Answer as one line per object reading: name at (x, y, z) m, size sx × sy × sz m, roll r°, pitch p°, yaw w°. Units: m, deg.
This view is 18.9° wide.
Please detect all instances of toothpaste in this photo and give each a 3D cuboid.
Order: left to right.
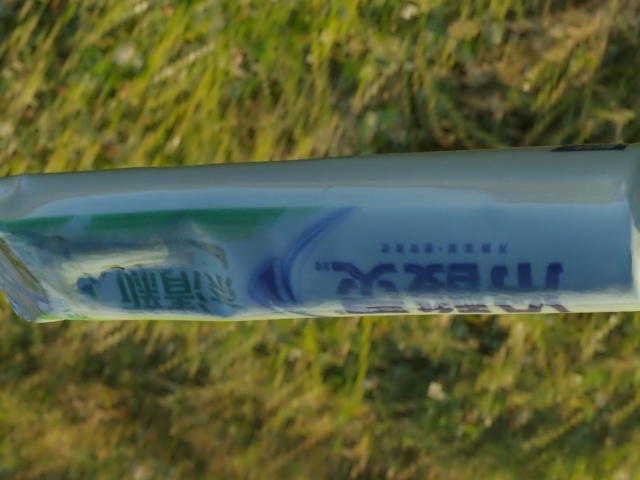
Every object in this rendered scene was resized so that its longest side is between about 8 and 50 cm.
toothpaste at (0.000, 0.000, 0.609) m, size 0.297 × 0.048 × 0.075 m, roll -2°, pitch 137°, yaw 31°
